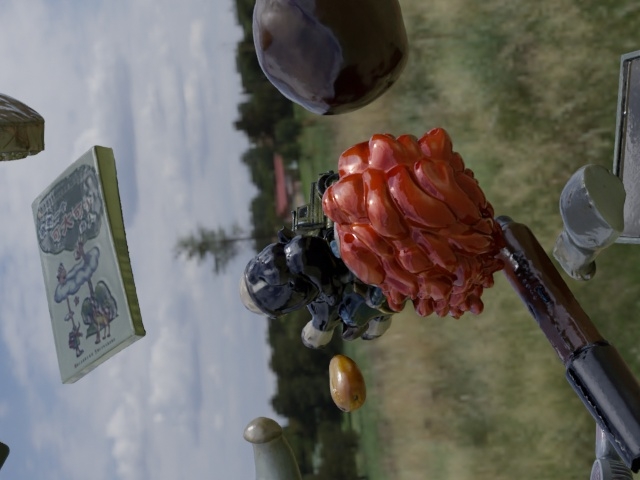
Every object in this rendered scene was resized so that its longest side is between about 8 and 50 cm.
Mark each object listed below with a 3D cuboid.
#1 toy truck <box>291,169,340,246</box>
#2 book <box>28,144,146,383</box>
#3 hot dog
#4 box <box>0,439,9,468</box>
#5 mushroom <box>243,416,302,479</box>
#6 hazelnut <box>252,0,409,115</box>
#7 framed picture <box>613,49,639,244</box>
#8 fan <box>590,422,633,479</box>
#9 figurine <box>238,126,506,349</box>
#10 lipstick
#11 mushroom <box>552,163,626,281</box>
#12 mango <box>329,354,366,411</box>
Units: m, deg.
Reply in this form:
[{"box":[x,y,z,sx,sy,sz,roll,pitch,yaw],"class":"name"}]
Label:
[{"box":[0.005,-0.002,2.205,0.127,0.127,0.257,70,-159,-57],"class":"toy truck"},{"box":[-0.431,0.046,2.089,0.260,0.043,0.371,-33,63,40],"class":"book"},{"box":[-0.470,-0.162,1.595,0.075,0.144,0.268,-62,-6,11],"class":"hot dog"},{"box":[-0.494,0.312,1.598,0.084,0.069,0.122,37,-107,-37],"class":"box"},{"box":[-0.071,0.413,1.806,0.118,0.103,0.270,25,-124,-69],"class":"mushroom"},{"box":[0.015,-0.294,1.569,0.229,0.229,0.229,174,90,-90],"class":"hazelnut"},{"box":[0.513,-0.148,1.777,0.232,0.024,0.315,-170,85,-78],"class":"framed picture"},{"box":[0.513,0.400,2.045,0.130,0.074,0.244,84,-169,-63],"class":"fan"},{"box":[0.071,0.019,1.550,0.411,0.306,0.241,-31,44,41],"class":"figurine"},{"box":[0.331,0.122,1.518,0.077,0.077,0.418,84,163,-49],"class":"lipstick"},{"box":[0.375,-0.025,1.634,0.225,0.093,0.116,106,160,-66],"class":"mushroom"},{"box":[0.033,0.192,1.564,0.089,0.046,0.060,-116,33,-43],"class":"mango"}]
